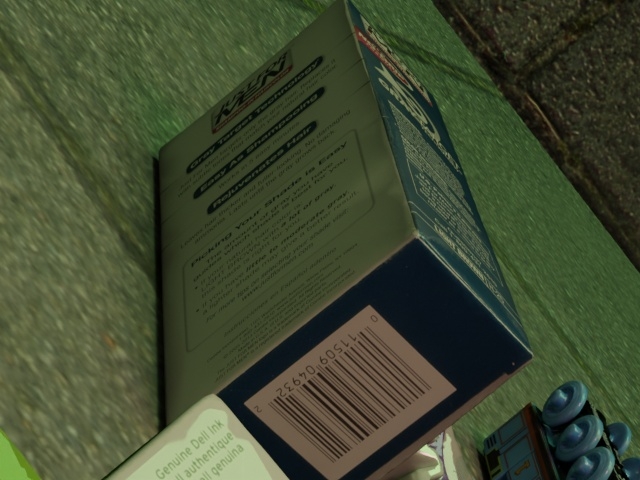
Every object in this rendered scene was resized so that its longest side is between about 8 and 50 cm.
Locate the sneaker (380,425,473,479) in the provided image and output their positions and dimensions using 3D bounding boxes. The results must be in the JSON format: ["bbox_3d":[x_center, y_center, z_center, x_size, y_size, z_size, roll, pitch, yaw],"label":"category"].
[{"bbox_3d":[0.057,0.159,1.014,0.104,0.095,0.236,47,18,-44],"label":"sneaker"}]

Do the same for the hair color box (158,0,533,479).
[{"bbox_3d":[0.000,0.000,1.042,0.105,0.174,0.347,45,15,-25],"label":"hair color box"}]

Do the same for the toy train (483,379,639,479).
[{"bbox_3d":[0.183,0.181,1.300,0.080,0.105,0.184,42,16,-20],"label":"toy train"}]

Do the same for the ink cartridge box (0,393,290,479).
[{"bbox_3d":[-0.103,0.105,0.473,0.255,0.097,0.189,50,42,1],"label":"ink cartridge box"}]
